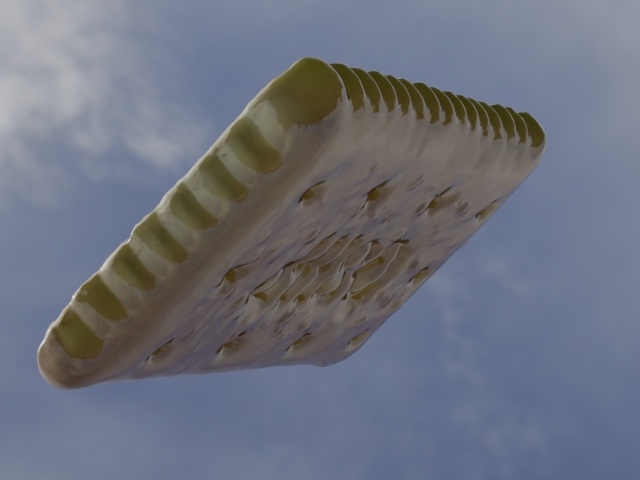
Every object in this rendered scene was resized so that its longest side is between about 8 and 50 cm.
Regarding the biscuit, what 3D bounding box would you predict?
[{"bbox_3d":[0.001,0.001,0.740,0.030,0.160,0.249,49,-163,18],"label":"biscuit"}]
